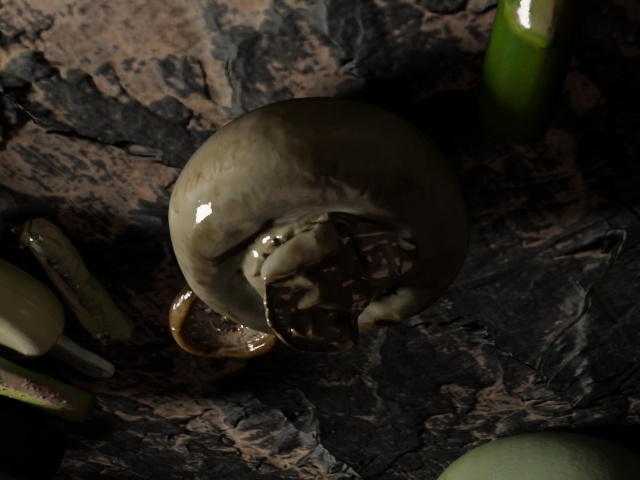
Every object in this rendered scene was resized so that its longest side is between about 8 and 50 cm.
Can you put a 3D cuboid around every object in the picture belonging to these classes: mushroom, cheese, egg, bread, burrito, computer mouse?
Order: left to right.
[{"bbox_3d":[-0.427,0.194,0.927,0.323,0.116,0.183,19,165,3],"label":"computer mouse"},{"bbox_3d":[-0.335,0.145,0.925,0.229,0.033,0.228,15,159,6],"label":"bread"},{"bbox_3d":[-0.288,0.079,0.857,0.137,0.064,0.227,-5,147,39],"label":"cheese"},{"bbox_3d":[-0.228,0.041,0.846,0.045,0.041,0.185,32,156,32],"label":"burrito"},{"bbox_3d":[-0.087,0.070,0.866,0.123,0.052,0.123,-1,135,-1],"label":"mushroom"},{"bbox_3d":[0.000,0.000,0.673,0.227,0.178,0.226,-7,146,-5],"label":"mushroom"},{"bbox_3d":[0.255,0.337,1.066,0.295,0.218,0.218,-32,132,21],"label":"egg"}]

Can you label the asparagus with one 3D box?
[{"bbox_3d":[0.141,-0.171,0.540,0.060,0.067,0.277,24,141,16],"label":"asparagus"}]
